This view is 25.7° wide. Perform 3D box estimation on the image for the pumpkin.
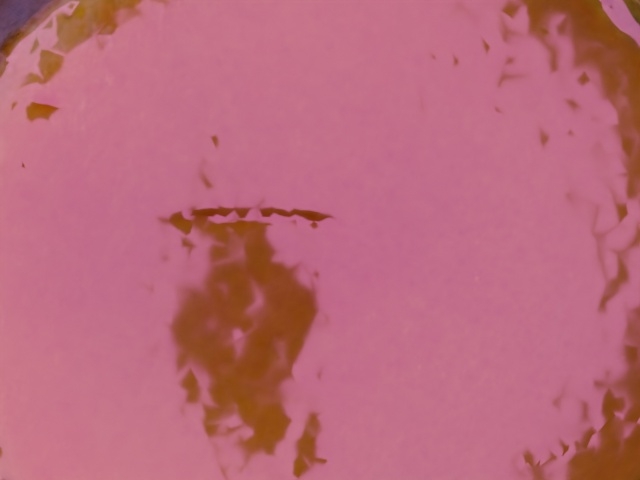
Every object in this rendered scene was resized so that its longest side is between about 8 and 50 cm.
[{"bbox_3d":[0.000,0.000,0.527,0.332,0.199,0.332,-3,99,-19],"label":"pumpkin"}]
